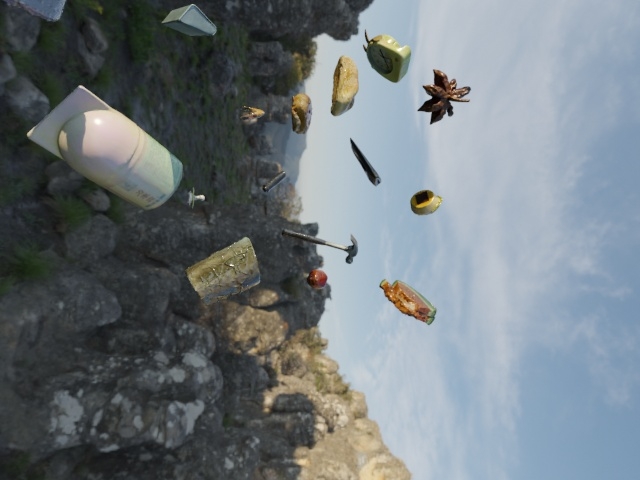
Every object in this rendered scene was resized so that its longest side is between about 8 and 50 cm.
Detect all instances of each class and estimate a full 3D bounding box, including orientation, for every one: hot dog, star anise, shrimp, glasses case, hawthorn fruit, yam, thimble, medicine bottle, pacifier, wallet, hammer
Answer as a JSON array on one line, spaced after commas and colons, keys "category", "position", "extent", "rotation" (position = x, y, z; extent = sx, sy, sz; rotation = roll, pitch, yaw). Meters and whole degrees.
[{"category": "hot dog", "position": [0.079, -0.475, 1.243], "extent": [0.084, 0.074, 0.242], "rotation": [113, -15, -53]}, {"category": "star anise", "position": [0.464, -0.544, 1.525], "extent": [0.196, 0.212, 0.111], "rotation": [46, 13, -20]}, {"category": "shrimp", "position": [-0.423, -0.731, 2.306], "extent": [0.195, 0.148, 0.035], "rotation": [-35, 148, -43]}, {"category": "glasses case", "position": [-0.398, -0.663, 1.216], "extent": [0.266, 0.105, 0.056], "rotation": [38, -66, 51]}, {"category": "hawthorn fruit", "position": [-0.019, 0.153, 1.617], "extent": [0.093, 0.081, 0.080], "rotation": [20, 64, -50]}, {"category": "yam", "position": [-0.468, 0.158, 1.976], "extent": [0.240, 0.349, 0.241], "rotation": [58, -13, 22]}, {"category": "thimble", "position": [-0.681, -0.598, 0.948], "extent": [0.117, 0.127, 0.151], "rotation": [-60, 167, 16]}, {"category": "medicine bottle", "position": [-0.680, -0.291, 1.315], "extent": [0.406, 0.236, 0.235], "rotation": [43, 40, -55]}, {"category": "pacifier", "position": [-0.485, -0.164, 1.568], "extent": [0.068, 0.064, 0.083], "rotation": [158, -67, -67]}, {"category": "wallet", "position": [0.211, -0.379, 1.948], "extent": [0.245, 0.052, 0.168], "rotation": [58, 7, 10]}, {"category": "hammer", "position": [0.000, 0.000, 1.263], "extent": [0.029, 0.247, 0.103], "rotation": [-81, -170, -52]}]

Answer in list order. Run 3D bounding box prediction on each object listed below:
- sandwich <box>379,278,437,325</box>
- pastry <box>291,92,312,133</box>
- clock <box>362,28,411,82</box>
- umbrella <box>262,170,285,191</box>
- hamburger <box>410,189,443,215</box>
[{"category": "sandwich", "position": [0.328, 0.221, 1.536], "extent": [0.079, 0.235, 0.159], "rotation": [-56, 147, 11]}, {"category": "pastry", "position": [-0.105, -0.706, 2.240], "extent": [0.229, 0.101, 0.218], "rotation": [-75, 169, -62]}, {"category": "clock", "position": [0.256, -0.763, 1.644], "extent": [0.069, 0.232, 0.170], "rotation": [-47, 167, -12]}, {"category": "umbrella", "position": [-0.178, -0.226, 1.556], "extent": [0.133, 0.031, 0.036], "rotation": [-47, 125, -40]}, {"category": "hamburger", "position": [0.474, -0.167, 1.806], "extent": [0.081, 0.141, 0.126], "rotation": [53, 9, -38]}]
